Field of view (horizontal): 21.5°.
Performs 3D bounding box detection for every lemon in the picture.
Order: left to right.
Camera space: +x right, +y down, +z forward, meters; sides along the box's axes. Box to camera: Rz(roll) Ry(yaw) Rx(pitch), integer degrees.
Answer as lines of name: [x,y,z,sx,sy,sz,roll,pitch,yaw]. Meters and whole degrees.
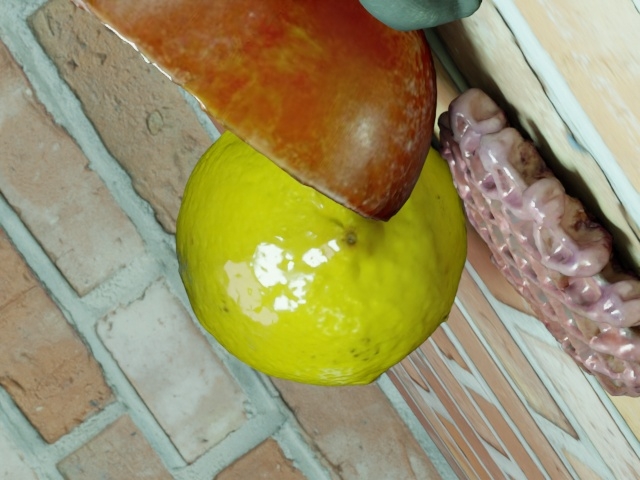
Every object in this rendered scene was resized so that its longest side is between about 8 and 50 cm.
lemon: [0.000,0.000,1.437,0.260,0.260,0.284,54,149,2]

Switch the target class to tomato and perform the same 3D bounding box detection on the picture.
tomato: [-0.032,-0.162,1.124,0.338,0.143,0.338,39,-169,-9]

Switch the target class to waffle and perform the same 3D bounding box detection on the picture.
waffle: [0.155,0.008,1.139,0.234,0.055,0.221,52,175,18]

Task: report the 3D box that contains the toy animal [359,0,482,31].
toy animal: [0.010,-0.205,0.914,0.269,0.082,0.137,49,172,45]
